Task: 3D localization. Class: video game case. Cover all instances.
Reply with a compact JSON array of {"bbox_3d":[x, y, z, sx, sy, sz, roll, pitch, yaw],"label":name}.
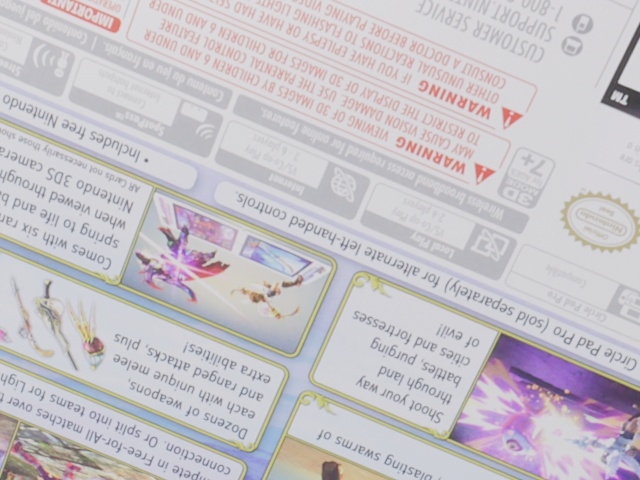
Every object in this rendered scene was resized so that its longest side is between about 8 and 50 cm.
[{"bbox_3d":[0.000,0.000,0.540,0.269,0.061,0.244,23,117,-2],"label":"video game case"}]
